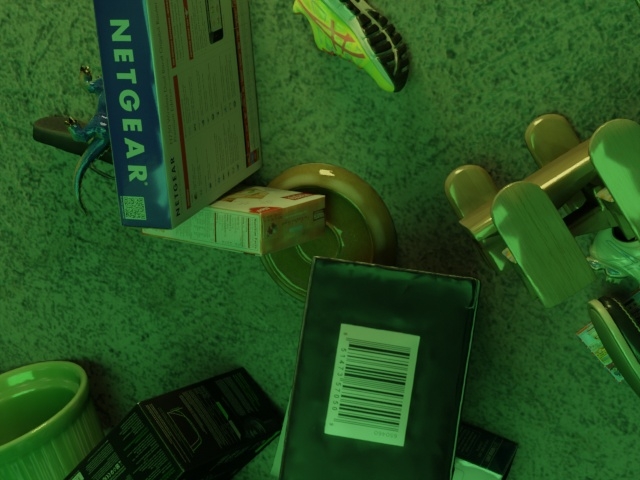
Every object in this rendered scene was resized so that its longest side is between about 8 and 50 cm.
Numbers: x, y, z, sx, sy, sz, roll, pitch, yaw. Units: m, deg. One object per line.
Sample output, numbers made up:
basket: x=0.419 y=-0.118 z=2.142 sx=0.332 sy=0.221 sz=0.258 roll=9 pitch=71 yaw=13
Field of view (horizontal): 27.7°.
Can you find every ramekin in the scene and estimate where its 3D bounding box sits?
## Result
ramekin: x=-0.506 y=0.343 z=2.177 sx=0.303 sy=0.303 sz=0.148 roll=-9 pitch=113 yaw=26

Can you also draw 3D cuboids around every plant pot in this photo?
plant pot: x=0.000 y=0.000 z=1.973 sx=0.236 sy=0.032 sz=0.236 roll=8 pitch=112 yaw=20

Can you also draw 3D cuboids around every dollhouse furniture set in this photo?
dollhouse furniture set: x=0.330 y=-0.146 z=1.602 sx=0.394 sy=0.362 sz=0.256 roll=-32 pitch=97 yaw=2

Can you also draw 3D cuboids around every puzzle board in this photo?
puzzle board: x=0.440 y=0.135 z=1.847 sx=0.096 sy=0.011 sz=0.128 roll=48 pitch=120 yaw=0

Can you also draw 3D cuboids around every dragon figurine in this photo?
dragon figurine: x=-0.290 y=-0.182 z=1.921 sx=0.144 sy=0.085 sz=0.289 roll=6 pitch=74 yaw=24

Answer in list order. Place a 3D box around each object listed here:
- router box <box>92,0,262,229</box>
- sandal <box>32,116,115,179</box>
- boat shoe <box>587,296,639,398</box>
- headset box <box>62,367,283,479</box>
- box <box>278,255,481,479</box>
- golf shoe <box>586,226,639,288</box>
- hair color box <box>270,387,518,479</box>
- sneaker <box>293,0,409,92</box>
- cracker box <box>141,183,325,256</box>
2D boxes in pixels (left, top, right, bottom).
router box: x=-0.190 y=-0.221 z=1.815 sx=0.082 sy=0.301 sz=0.336 roll=4 pitch=110 yaw=22
sandal: x=-0.337 y=-0.137 z=2.036 sx=0.254 sy=0.097 sz=0.054 roll=20 pitch=116 yaw=27
boat shoe: x=0.496 y=0.197 z=1.787 sx=0.113 sy=0.127 sz=0.340 roll=-35 pitch=95 yaw=1
headset box: x=-0.230 y=0.343 z=2.070 sx=0.246 sy=0.283 sz=0.131 roll=-45 pitch=73 yaw=29
box: x=0.089 y=0.185 z=1.733 sx=0.212 sy=0.395 sz=0.294 roll=8 pitch=88 yaw=6
golf shoe: x=0.454 y=0.027 z=1.770 sx=0.176 sy=0.069 sz=0.086 roll=19 pitch=110 yaw=15
hair color box: x=0.111 y=0.340 z=2.013 sx=0.347 sy=0.105 sz=0.174 roll=21 pitch=116 yaw=14
sneaker: x=0.041 y=-0.285 z=1.826 sx=0.208 sy=0.081 sz=0.094 roll=53 pitch=127 yaw=5
cracker box: x=-0.128 y=-0.037 z=1.910 sx=0.232 sy=0.155 sz=0.067 roll=10 pitch=107 yaw=34
